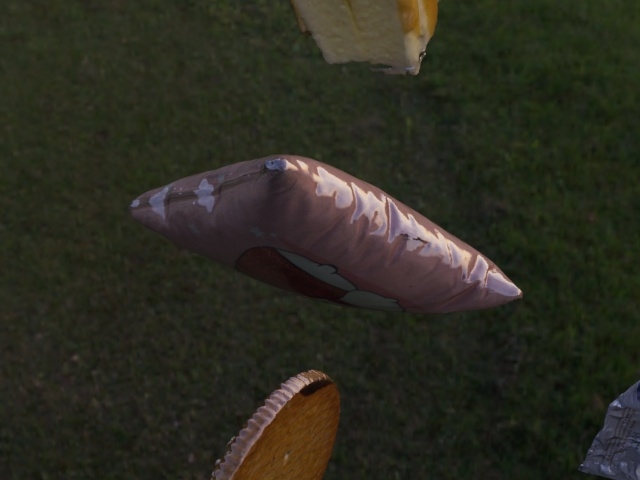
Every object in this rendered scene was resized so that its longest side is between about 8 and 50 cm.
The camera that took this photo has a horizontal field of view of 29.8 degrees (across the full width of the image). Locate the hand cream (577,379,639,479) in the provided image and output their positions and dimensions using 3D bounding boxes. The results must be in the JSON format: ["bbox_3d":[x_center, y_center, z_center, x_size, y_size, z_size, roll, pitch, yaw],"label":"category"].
[{"bbox_3d":[0.367,0.219,1.397,0.084,0.257,0.050,11,57,6],"label":"hand cream"}]

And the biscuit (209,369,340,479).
[{"bbox_3d":[-0.069,0.279,1.316,0.038,0.305,0.305,25,46,21],"label":"biscuit"}]

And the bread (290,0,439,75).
[{"bbox_3d":[0.041,-0.297,0.981,0.111,0.246,0.239,3,48,25],"label":"bread"}]

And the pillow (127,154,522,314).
[{"bbox_3d":[0.000,0.000,0.909,0.223,0.236,0.084,-7,65,58],"label":"pillow"}]
